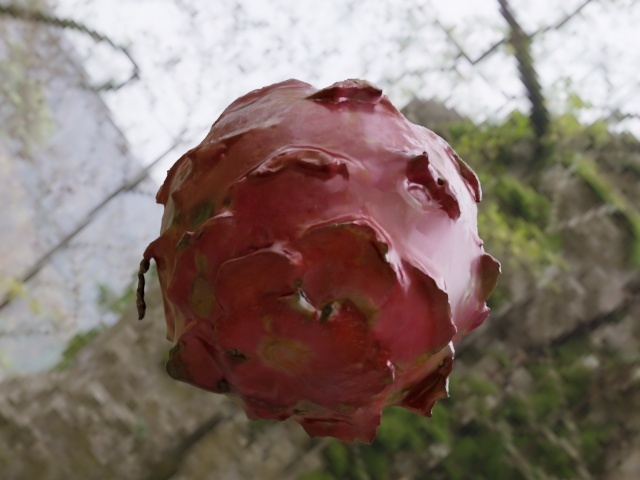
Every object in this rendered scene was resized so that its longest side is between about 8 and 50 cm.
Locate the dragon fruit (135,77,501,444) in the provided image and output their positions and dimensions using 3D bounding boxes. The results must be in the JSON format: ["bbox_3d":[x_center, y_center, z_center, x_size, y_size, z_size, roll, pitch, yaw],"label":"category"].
[{"bbox_3d":[0.000,0.000,1.052,0.205,0.210,0.268,16,15,-8],"label":"dragon fruit"}]
